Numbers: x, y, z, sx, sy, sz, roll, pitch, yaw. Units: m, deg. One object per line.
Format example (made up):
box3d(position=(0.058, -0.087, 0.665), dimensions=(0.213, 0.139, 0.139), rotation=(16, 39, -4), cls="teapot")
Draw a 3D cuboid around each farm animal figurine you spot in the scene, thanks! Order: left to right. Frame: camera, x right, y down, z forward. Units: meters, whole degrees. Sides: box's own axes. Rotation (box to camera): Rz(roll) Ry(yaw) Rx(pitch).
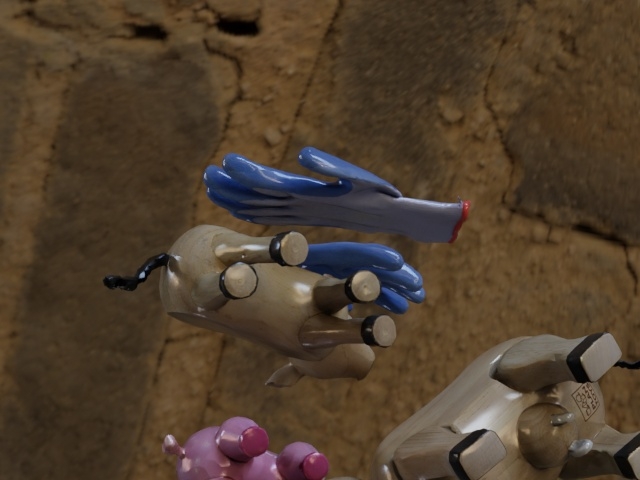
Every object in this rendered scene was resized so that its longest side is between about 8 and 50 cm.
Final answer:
box3d(position=(0.048, 0.131, 0.841), dimensions=(0.327, 0.172, 0.330), rotation=(-15, -87, -28), cls="farm animal figurine")

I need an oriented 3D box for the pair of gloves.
box3d(position=(0.000, 0.000, 0.855), dimensions=(0.159, 0.198, 0.023), rotation=(9, -115, -9), cls="pair of gloves")
